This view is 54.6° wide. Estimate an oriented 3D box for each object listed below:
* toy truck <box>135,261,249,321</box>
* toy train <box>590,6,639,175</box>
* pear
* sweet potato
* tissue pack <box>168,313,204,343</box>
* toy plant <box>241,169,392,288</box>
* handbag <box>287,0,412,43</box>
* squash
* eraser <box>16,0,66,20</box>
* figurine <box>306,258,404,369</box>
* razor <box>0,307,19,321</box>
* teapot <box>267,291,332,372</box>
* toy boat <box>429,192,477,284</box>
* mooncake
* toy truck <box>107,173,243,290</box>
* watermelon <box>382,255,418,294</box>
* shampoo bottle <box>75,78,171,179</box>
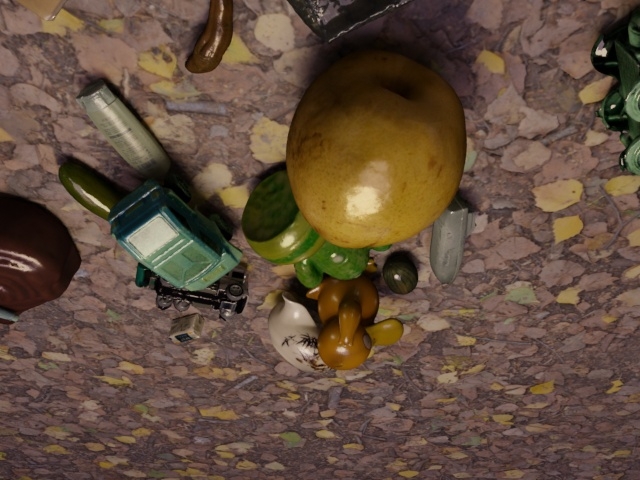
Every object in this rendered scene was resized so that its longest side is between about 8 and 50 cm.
[{"bbox_3d":[-0.289,0.093,1.413,0.253,0.124,0.114,11,139,-13],"label":"toy truck"},{"bbox_3d":[0.559,-0.236,0.957,0.238,0.167,0.299,-17,137,13],"label":"toy train"},{"bbox_3d":[0.084,-0.136,0.993,0.314,0.314,0.314,1,140,1],"label":"pear"},{"bbox_3d":[-0.164,-0.325,0.968,0.053,0.054,0.182,11,138,-23],"label":"sweet potato"},{"bbox_3d":[-0.351,0.232,1.624,0.083,0.062,0.042,-18,132,21],"label":"tissue pack"},{"bbox_3d":[0.000,0.000,1.265,0.224,0.184,0.316,-41,136,18],"label":"toy plant"},{"bbox_3d":[0.050,-0.396,0.859,0.270,0.088,0.175,-19,128,23],"label":"handbag"},{"bbox_3d":[-0.424,-0.072,1.268,0.069,0.069,0.258,-29,130,32],"label":"squash"},{"bbox_3d":[-0.473,-0.454,0.813,0.343,0.078,0.144,32,131,-30],"label":"eraser"},{"bbox_3d":[0.067,0.174,1.405,0.215,0.228,0.215,-18,145,-13],"label":"figurine"},{"bbox_3d":[-0.701,0.145,1.306,0.068,0.040,0.135,-28,141,27],"label":"razor"},{"bbox_3d":[-0.016,0.227,1.520,0.300,0.208,0.166,18,98,-44],"label":"teapot"},{"bbox_3d":[0.281,0.005,1.320,0.085,0.078,0.260,-17,138,-12],"label":"toy boat"},{"bbox_3d":[-0.709,0.061,1.362,0.326,0.174,0.334,-2,138,1],"label":"mooncake"},{"bbox_3d":[-0.281,-0.003,1.228,0.155,0.156,0.279,-35,139,7],"label":"toy truck"},{"bbox_3d":[0.183,0.080,1.410,0.078,0.078,0.110,-11,141,16],"label":"watermelon"},{"bbox_3d":[-0.353,-0.196,1.132,0.072,0.049,0.212,-16,137,13],"label":"shampoo bottle"}]
